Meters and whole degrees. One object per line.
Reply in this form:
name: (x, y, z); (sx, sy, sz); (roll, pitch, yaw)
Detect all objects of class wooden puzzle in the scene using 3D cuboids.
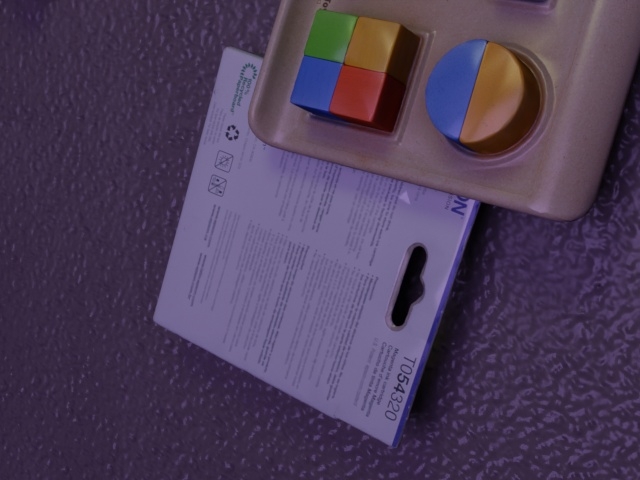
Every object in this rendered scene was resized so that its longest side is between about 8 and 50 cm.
wooden puzzle: (0.114, -0.211, 0.936); (0.348, 0.080, 0.322); (17, 90, 26)

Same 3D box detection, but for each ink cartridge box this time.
ink cartridge box: (0.000, 0.000, 1.076); (0.330, 0.071, 0.324); (24, 105, 25)
